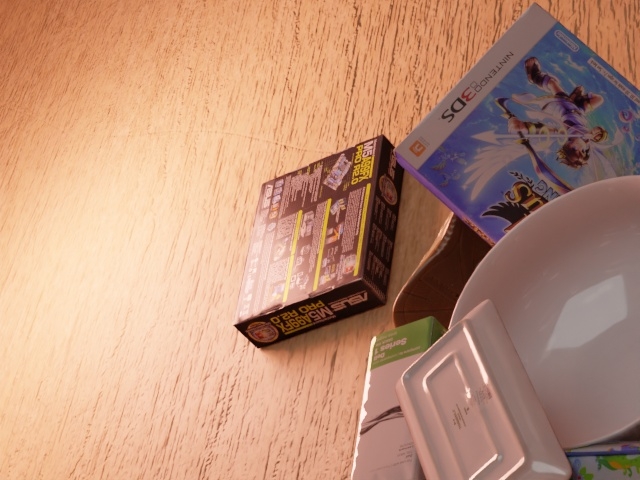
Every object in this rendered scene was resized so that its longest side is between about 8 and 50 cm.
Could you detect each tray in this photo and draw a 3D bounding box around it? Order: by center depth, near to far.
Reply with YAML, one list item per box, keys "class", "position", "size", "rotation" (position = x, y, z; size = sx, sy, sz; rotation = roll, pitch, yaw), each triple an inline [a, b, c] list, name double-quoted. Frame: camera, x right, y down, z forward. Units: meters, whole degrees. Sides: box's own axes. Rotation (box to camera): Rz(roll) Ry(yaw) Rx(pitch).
- class: "tray"
  position: [0.144, 0.175, 1.530]
  size: [0.145, 0.030, 0.270]
  rotation: [-44, 33, 17]

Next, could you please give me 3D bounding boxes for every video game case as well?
- class: "video game case"
  position: [0.264, -0.099, 1.836]
  size: [0.269, 0.061, 0.244]
  rotation: [43, 87, 12]

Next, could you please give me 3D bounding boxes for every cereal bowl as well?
- class: "cereal bowl"
  position: [0.303, 0.106, 1.645]
  size: [0.339, 0.141, 0.339]
  rotation: [-26, 39, 23]

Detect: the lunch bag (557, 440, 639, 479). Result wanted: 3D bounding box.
- class: "lunch bag"
  position: [0.296, 0.290, 1.422]
  size: [0.176, 0.090, 0.219]
  rotation: [-9, 85, 40]

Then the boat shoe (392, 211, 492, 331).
- class: "boat shoe"
  position: [0.185, 0.003, 1.914]
  size: [0.285, 0.104, 0.089]
  rotation: [-47, 2, -1]

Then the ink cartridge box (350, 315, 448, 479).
- class: "ink cartridge box"
  position: [0.119, 0.220, 1.700]
  size: [0.092, 0.160, 0.219]
  rotation: [-21, 39, 32]

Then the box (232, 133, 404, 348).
- class: "box"
  position: [0.000, 0.000, 2.155]
  size: [0.216, 0.060, 0.270]
  rotation: [-21, 40, 29]
